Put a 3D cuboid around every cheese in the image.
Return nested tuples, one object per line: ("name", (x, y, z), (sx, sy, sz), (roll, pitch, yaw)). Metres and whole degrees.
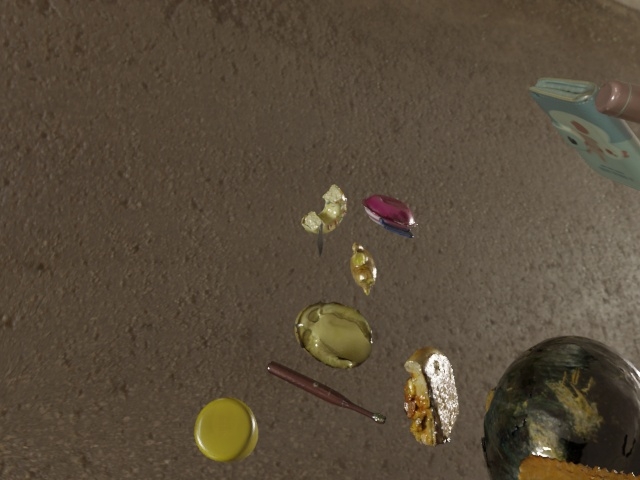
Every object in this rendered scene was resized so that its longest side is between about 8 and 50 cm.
("cheese", (0.175, -0.059, 1.282), (0.155, 0.062, 0.244), (18, 20, -9))

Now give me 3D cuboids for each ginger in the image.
("ginger", (0.176, 0.119, 2.110), (0.102, 0.157, 0.216), (-12, 73, 1))

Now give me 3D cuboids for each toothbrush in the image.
("toothbrush", (0.012, 0.427, 1.445), (0.364, 0.040, 0.041), (22, 52, 16))

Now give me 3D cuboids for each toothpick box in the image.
("toothpick box", (-0.275, 0.590, 1.577), (0.175, 0.271, 0.174), (0, 63, -1))

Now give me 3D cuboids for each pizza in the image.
("pizza", (0.329, 0.460, 1.511), (0.409, 0.114, 0.277), (44, 50, -49))

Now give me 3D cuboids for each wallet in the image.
("wallet", (0.657, -0.250, 1.221), (0.360, 0.083, 0.252), (38, 11, -24))

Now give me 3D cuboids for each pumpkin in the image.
("pumpkin", (0.555, 0.440, 1.192), (0.344, 0.454, 0.454), (20, 53, 16))

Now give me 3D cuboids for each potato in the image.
("potato", (0.026, 0.327, 1.826), (0.286, 0.242, 0.242), (16, 62, -14))

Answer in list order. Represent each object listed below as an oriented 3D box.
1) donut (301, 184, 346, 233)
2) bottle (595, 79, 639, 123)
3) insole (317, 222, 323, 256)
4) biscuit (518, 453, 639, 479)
("donut", (0.026, -0.080, 1.587), (0.166, 0.065, 0.108), (-51, 139, -7))
("bottle", (0.496, -0.206, 0.790), (0.140, 0.053, 0.053), (11, 64, -8))
("insole", (0.000, 0.000, 1.334), (0.002, 0.152, 0.053), (12, 68, 7))
("biscuit", (0.414, 0.454, 0.785), (0.236, 0.232, 0.013), (-62, 141, -40))
